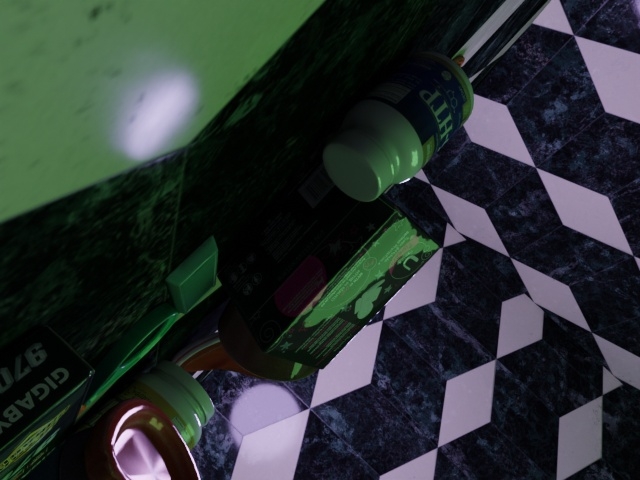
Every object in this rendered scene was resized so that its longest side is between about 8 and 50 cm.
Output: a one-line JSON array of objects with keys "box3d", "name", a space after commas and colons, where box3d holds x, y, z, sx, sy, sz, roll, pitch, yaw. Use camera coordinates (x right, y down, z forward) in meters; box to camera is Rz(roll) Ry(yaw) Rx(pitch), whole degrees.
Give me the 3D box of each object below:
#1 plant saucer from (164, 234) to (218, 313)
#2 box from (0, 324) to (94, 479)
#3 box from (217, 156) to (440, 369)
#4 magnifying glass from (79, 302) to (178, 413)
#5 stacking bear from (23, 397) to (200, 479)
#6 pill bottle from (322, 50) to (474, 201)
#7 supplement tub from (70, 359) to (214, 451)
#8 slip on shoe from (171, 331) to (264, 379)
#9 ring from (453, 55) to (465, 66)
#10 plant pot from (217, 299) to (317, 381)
[{"box3d": [-0.146, 0.048, 0.668, 0.067, 0.018, 0.192, -45, 177, -19], "name": "plant saucer"}, {"box3d": [-0.261, 0.171, 0.373, 0.220, 0.051, 0.175, -44, 176, -43], "name": "box"}, {"box3d": [0.008, 0.029, 0.793, 0.247, 0.163, 0.142, -47, 140, 9], "name": "box"}, {"box3d": [-0.247, 0.159, 0.634, 0.231, 0.026, 0.092, -45, 176, -19], "name": "magnifying glass"}, {"box3d": [-0.272, 0.291, 0.549, 0.288, 0.176, 0.164, -30, -163, -1], "name": "stacking bear"}, {"box3d": [0.092, -0.135, 0.691, 0.187, 0.112, 0.112, -46, 176, -26], "name": "pill bottle"}, {"box3d": [-0.271, 0.292, 0.853, 0.199, 0.144, 0.144, -44, 176, -38], "name": "supplement tub"}, {"box3d": [-0.133, 0.232, 1.164, 0.331, 0.102, 0.123, -4, 154, -20], "name": "slip on shoe"}, {"box3d": [0.203, -0.263, 1.257, 0.336, 0.032, 0.336, -46, 176, -4], "name": "ring"}, {"box3d": [-0.054, 0.098, 1.043, 0.215, 0.215, 0.231, -42, 159, -55], "name": "plant pot"}]
